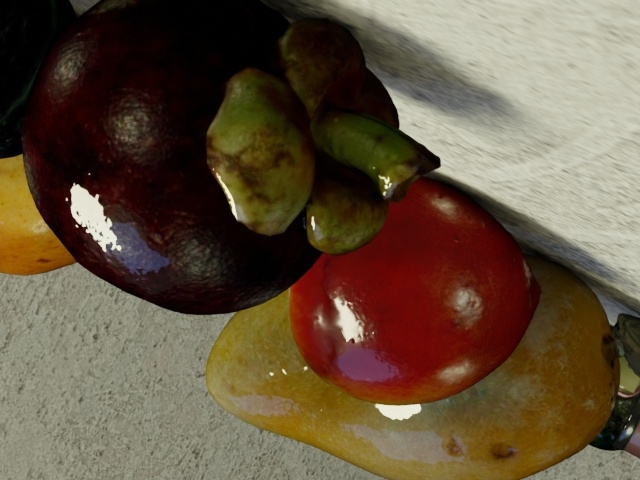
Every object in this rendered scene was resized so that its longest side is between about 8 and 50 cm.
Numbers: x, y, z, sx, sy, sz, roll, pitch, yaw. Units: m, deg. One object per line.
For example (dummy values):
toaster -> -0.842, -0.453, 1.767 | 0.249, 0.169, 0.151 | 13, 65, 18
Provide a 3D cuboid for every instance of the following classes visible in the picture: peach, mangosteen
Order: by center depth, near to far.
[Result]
mangosteen -> -0.046, -0.053, 0.901 | 0.230, 0.194, 0.194 | -4, 158, 35
peach -> 0.072, 0.036, 1.306 | 0.197, 0.197, 0.197 | 28, 177, 1

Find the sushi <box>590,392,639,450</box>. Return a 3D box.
sushi -> 0.300, 0.173, 2.054 | 0.225, 0.127, 0.124 | 26, 177, -1

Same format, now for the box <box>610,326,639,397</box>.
box -> 0.291, 0.124, 1.852 | 0.120, 0.069, 0.224 | 28, 176, 2

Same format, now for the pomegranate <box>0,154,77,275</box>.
pomegranate -> -0.283, -0.099, 1.539 | 0.264, 0.264, 0.264 | 28, 177, 1

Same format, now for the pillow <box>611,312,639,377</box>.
pillow -> 0.344, 0.126, 1.463 | 0.208, 0.053, 0.119 | 26, 173, 37

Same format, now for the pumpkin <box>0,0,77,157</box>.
pumpkin -> -0.313, -0.129, 1.301 | 0.248, 0.248, 0.248 | 28, 177, 1

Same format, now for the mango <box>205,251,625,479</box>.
mango -> 0.082, 0.110, 1.494 | 0.384, 0.221, 0.199 | -4, 179, 21

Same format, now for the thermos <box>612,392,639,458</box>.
thermos -> 0.485, 0.235, 1.757 | 0.330, 0.136, 0.109 | 28, -155, 11
